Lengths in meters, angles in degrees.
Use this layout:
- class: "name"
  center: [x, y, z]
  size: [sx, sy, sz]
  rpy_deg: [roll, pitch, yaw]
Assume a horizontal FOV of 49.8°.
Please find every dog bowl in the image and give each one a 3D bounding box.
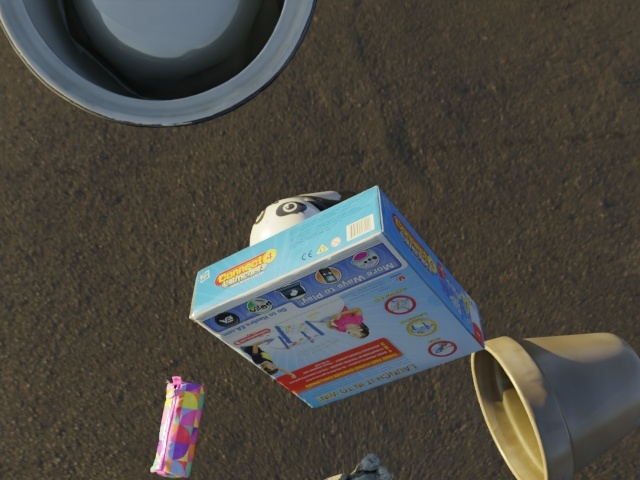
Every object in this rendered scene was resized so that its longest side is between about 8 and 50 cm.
- class: "dog bowl"
  center: [-0.202, -0.348, 0.896]
  size: [0.408, 0.150, 0.407]
  rpy_deg: [0, 97, 0]

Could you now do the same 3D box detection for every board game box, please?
- class: "board game box"
  center: [0.031, 0.101, 0.995]
  size: [0.308, 0.302, 0.086]
  rpy_deg: [-24, 42, 23]

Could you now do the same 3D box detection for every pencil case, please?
- class: "pencil case"
  center: [-0.349, 0.459, 1.690]
  size: [0.105, 0.104, 0.236]
  rpy_deg: [4, 73, 4]

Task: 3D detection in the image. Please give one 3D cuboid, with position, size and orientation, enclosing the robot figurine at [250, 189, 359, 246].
- class: "robot figurine"
  center: [0.001, -0.003, 1.211]
  size: [0.174, 0.209, 0.278]
  rpy_deg: [36, 28, 26]

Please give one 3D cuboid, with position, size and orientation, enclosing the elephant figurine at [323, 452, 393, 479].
- class: "elephant figurine"
  center: [0.065, 0.640, 1.697]
  size: [0.240, 0.186, 0.169]
  rpy_deg: [-28, 47, -10]

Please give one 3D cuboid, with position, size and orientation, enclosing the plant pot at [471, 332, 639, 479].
- class: "plant pot"
  center: [0.508, 0.324, 1.423]
  size: [0.281, 0.323, 0.323]
  rpy_deg: [-18, 63, -5]
